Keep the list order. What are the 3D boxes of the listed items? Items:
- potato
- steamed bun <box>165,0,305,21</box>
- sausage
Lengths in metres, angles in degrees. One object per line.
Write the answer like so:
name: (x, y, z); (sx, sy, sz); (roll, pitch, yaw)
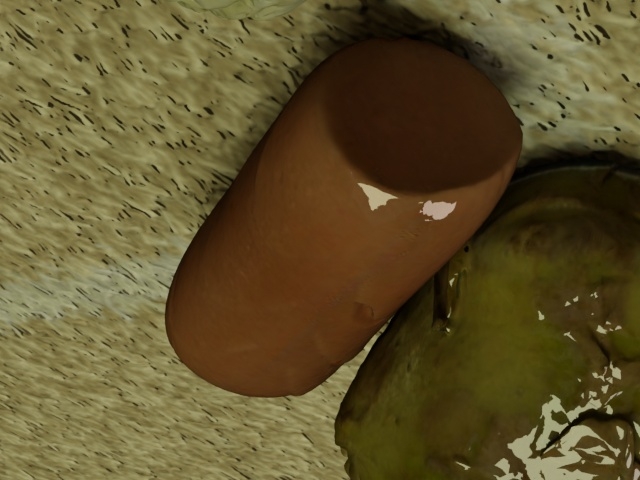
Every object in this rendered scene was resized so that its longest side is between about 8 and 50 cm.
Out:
potato: (0.142, 0.111, 0.980); (0.246, 0.196, 0.299); (21, 147, -4)
steamed bun: (-0.118, -0.225, 0.580); (0.346, 0.237, 0.394); (23, -173, 41)
sausage: (0.000, 0.000, 0.956); (0.121, 0.121, 0.304); (26, 148, -9)
